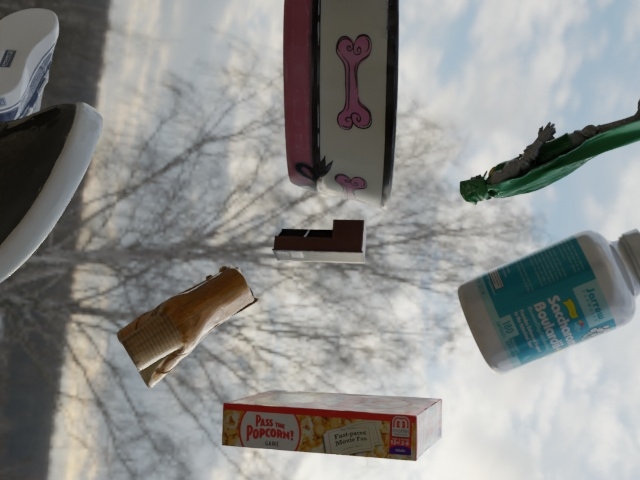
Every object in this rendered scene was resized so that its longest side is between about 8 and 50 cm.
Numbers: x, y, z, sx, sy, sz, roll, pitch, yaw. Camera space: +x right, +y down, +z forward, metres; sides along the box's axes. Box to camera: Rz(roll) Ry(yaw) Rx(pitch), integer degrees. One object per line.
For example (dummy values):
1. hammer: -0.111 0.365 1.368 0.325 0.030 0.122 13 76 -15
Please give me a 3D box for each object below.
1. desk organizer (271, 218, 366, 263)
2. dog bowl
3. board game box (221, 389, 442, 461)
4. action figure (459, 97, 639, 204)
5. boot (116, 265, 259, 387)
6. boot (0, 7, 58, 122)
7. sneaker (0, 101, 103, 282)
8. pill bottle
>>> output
1. desk organizer: 0.000 0.000 1.309 0.047 0.130 0.050 71 22 -67
2. dog bowl: 0.029 -0.249 1.328 0.408 0.150 0.408 1 90 -89
3. board game box: 0.017 0.185 0.931 0.147 0.193 0.045 12 79 -73
4. action figure: 0.268 -0.098 1.052 0.064 0.232 0.137 67 14 8
5. boot: -0.198 0.127 1.404 0.104 0.211 0.295 58 -15 2
6. boot: -0.329 -0.173 0.999 0.190 0.069 0.086 -82 178 -47
7. sneaker: -0.276 -0.034 0.584 0.295 0.147 0.105 -25 -137 32
8. pill bottle: 0.337 0.077 1.290 0.146 0.264 0.146 60 13 -23
